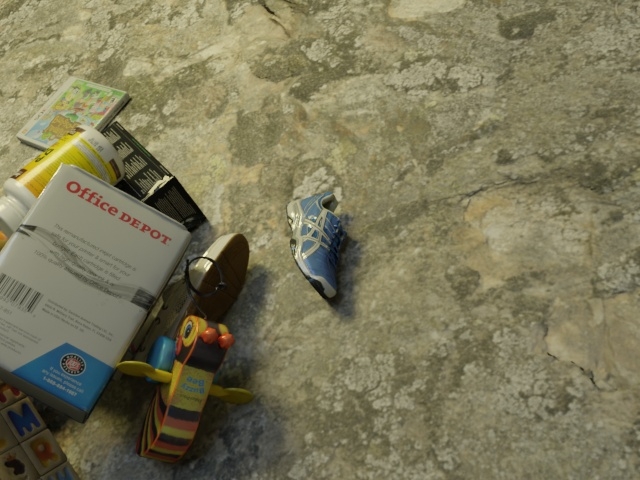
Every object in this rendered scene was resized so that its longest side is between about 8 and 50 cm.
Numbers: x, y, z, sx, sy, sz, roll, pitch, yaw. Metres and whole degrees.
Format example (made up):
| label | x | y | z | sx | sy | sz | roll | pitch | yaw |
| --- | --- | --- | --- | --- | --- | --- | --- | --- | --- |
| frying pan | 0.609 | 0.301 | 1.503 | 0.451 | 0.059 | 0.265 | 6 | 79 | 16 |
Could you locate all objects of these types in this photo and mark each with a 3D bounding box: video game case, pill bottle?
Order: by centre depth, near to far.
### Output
| label | x | y | z | sx | sy | sz | roll | pitch | yaw |
| --- | --- | --- | --- | --- | --- | --- | --- | --- | --- |
| pill bottle | -0.438 | -0.087 | 1.470 | 0.117 | 0.117 | 0.215 | 24 | 58 | 38 |
| video game case | -0.543 | -0.270 | 1.939 | 0.212 | 0.023 | 0.193 | 21 | 65 | 37 |

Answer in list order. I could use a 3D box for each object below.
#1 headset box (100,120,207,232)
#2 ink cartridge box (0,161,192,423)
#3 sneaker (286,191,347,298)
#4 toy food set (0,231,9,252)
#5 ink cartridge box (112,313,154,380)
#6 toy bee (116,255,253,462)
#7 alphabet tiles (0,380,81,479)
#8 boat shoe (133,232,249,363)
| label | x | y | z | sx | sy | sz | roll | pitch | yaw |
| --- | --- | --- | --- | --- | --- | --- | --- | --- | --- |
| headset box | -0.394 | -0.040 | 1.602 | 0.283 | 0.131 | 0.246 | -42 | 47 | -9 |
| ink cartridge box | -0.363 | 0.077 | 1.310 | 0.223 | 0.129 | 0.307 | 29 | 65 | -4 |
| sneaker | 0.000 | 0.000 | 1.403 | 0.081 | 0.080 | 0.211 | -24 | 48 | 12 |
| toy food set | -0.513 | 0.010 | 1.509 | 0.132 | 0.038 | 0.192 | -1 | 57 | 29 |
| ink cartridge box | -0.359 | 0.156 | 1.452 | 0.092 | 0.090 | 0.143 | 8 | 58 | 32 |
| toy bee | -0.191 | 0.171 | 1.262 | 0.162 | 0.195 | 0.298 | -9 | 85 | 63 |
| alphabet tiles | -0.480 | 0.317 | 1.219 | 0.011 | 0.285 | 0.343 | -38 | 84 | 32 |
| boat shoe | -0.212 | 0.098 | 1.419 | 0.096 | 0.098 | 0.277 | 14 | 63 | 34 |
